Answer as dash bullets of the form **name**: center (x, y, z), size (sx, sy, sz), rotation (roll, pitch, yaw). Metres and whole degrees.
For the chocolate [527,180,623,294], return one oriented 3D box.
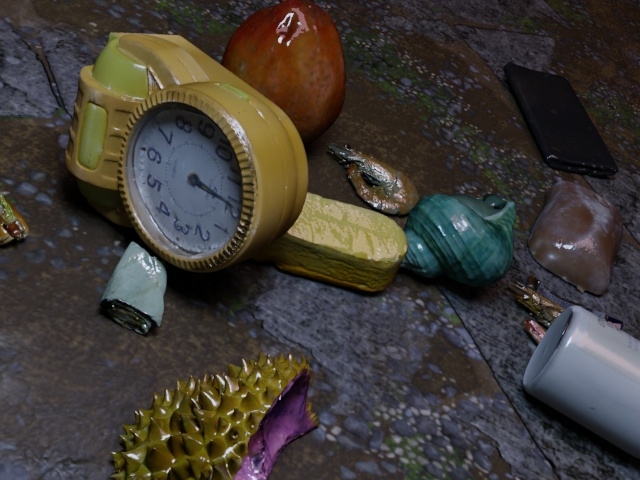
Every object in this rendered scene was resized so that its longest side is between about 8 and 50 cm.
- **chocolate**: center (0.459, -0.024, 1.578), size (0.161, 0.083, 0.261), rotation (28, 38, 4)

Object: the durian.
- **durian**: center (-0.119, 0.205, 0.951), size (0.187, 0.153, 0.260), rotation (4, 28, 10)

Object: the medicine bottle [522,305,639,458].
- **medicine bottle**: center (0.419, 0.209, 1.234), size (0.258, 0.143, 0.143), rotation (31, 37, 6)

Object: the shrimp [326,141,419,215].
- **shrimp**: center (0.080, -0.100, 1.485), size (0.180, 0.041, 0.099), rotation (37, 53, 11)

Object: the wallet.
- **wallet**: center (0.495, -0.252, 1.900), size (0.170, 0.044, 0.321), rotation (9, 44, -21)

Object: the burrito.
- **burrito**: center (-0.221, 0.055, 1.109), size (0.074, 0.044, 0.118), rotation (25, 38, -15)

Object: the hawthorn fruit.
- **hawthorn fruit**: center (-0.060, -0.279, 1.415), size (0.211, 0.262, 0.210), rotation (2, 36, -2)

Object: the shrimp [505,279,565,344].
- **shrimp**: center (0.338, 0.128, 1.376), size (0.162, 0.045, 0.095), rotation (37, 60, 6)

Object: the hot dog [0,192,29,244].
- **hot dog**: center (-0.408, -0.044, 1.114), size (0.133, 0.041, 0.056), rotation (43, 40, 20)

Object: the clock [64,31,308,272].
- **clock**: center (-0.159, -0.106, 1.140), size (0.317, 0.244, 0.200), rotation (32, 32, 27)

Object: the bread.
- **bread**: center (0.000, 0.000, 1.271), size (0.245, 0.094, 0.102), rotation (15, 48, -14)

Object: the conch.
- **conch**: center (0.202, -0.003, 1.366), size (0.202, 0.134, 0.196), rotation (5, 11, -22)

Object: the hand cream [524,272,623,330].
- **hand cream**: center (0.396, 0.108, 1.430), size (0.163, 0.039, 0.062), rotation (28, 39, 11)
